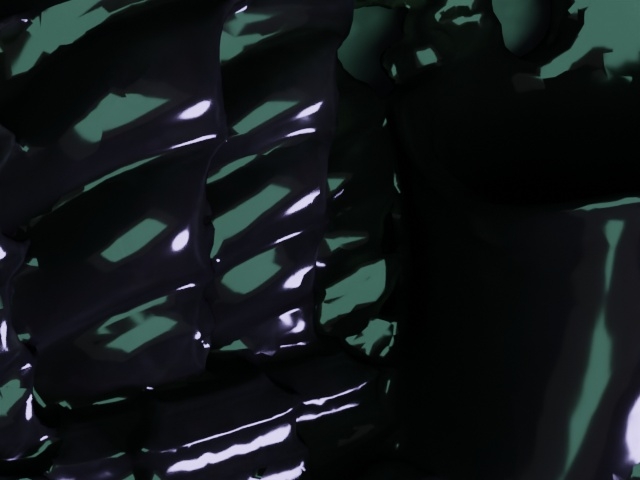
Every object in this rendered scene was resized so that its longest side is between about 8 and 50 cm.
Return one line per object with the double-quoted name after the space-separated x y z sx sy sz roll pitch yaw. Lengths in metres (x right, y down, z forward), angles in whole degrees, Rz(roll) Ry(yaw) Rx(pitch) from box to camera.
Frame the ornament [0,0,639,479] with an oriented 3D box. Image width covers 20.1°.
0.000 0.000 0.415 0.251 0.106 0.260 -10 105 -22 "ornament"
